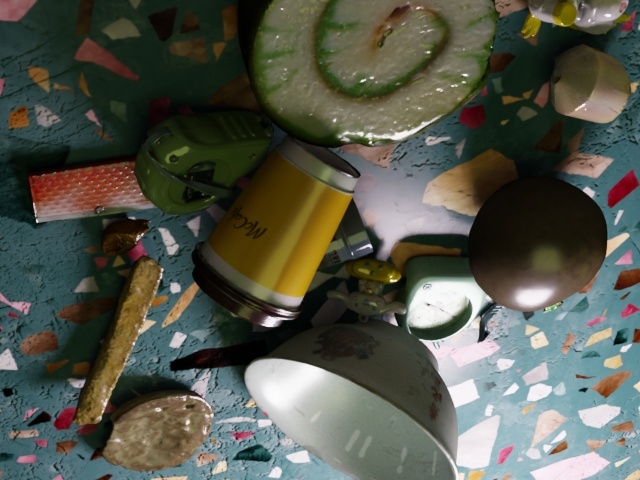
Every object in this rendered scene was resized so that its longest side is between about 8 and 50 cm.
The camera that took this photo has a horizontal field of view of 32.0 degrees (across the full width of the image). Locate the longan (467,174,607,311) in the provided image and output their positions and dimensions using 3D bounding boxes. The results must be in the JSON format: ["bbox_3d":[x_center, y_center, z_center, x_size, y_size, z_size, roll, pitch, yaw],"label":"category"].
[{"bbox_3d":[0.370,0.011,1.914,0.248,0.248,0.248,-9,132,-10],"label":"longan"}]

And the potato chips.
[{"bbox_3d":[-0.340,0.161,1.909,0.057,0.080,0.407,20,125,-12],"label":"potato chips"}]

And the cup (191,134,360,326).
[{"bbox_3d":[-0.065,-0.016,1.707,0.196,0.196,0.279,23,106,-33],"label":"cup"}]

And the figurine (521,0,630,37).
[{"bbox_3d":[0.398,-0.356,1.696,0.178,0.109,0.129,-1,157,-18],"label":"figurine"}]

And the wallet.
[{"bbox_3d":[-0.347,-0.079,1.729,0.196,0.020,0.103,-9,133,-12],"label":"wallet"}]

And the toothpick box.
[{"bbox_3d":[0.000,0.000,1.859,0.153,0.101,0.101,-21,134,0],"label":"toothpick box"}]

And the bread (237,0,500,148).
[{"bbox_3d":[0.062,-0.304,1.593,0.382,0.129,0.366,31,118,-36],"label":"bread"}]

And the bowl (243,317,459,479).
[{"bbox_3d":[0.093,0.270,2.023,0.435,0.196,0.435,24,151,15],"label":"bowl"}]

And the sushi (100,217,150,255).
[{"bbox_3d":[-0.317,-0.009,1.787,0.099,0.047,0.050,-19,124,21],"label":"sushi"}]

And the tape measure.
[{"bbox_3d":[-0.189,-0.114,1.680,0.200,0.106,0.175,-8,142,-37],"label":"tape measure"}]

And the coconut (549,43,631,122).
[{"bbox_3d":[0.418,-0.249,1.769,0.122,0.116,0.116,12,125,-31],"label":"coconut"}]

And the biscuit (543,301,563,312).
[{"bbox_3d":[0.441,0.106,2.159,0.046,0.016,0.089,-26,133,7],"label":"biscuit"}]

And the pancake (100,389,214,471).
[{"bbox_3d":[-0.311,0.360,2.118,0.222,0.042,0.236,-14,136,-13],"label":"pancake"}]

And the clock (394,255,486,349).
[{"bbox_3d":[0.209,0.123,2.063,0.159,0.066,0.211,3,130,-21],"label":"clock"}]

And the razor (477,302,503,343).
[{"bbox_3d":[0.353,0.114,2.129,0.190,0.033,0.066,-55,169,25],"label":"razor"}]

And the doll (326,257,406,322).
[{"bbox_3d":[0.078,0.087,1.970,0.135,0.071,0.113,-12,89,3],"label":"doll"}]
